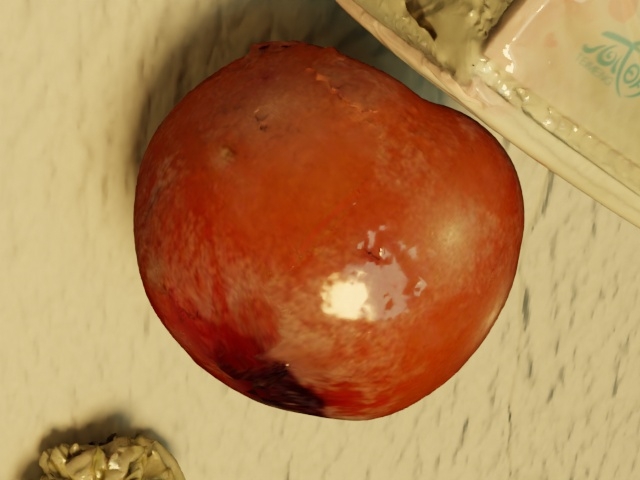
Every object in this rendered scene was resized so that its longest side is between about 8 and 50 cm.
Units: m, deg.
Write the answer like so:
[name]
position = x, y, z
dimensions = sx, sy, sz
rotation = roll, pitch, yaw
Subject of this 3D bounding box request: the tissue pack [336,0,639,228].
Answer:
[tissue pack]
position = 0.143, -0.104, 0.924
dimensions = 0.271, 0.201, 0.124
rotation = 26, 102, -40

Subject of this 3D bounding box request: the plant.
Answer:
[plant]
position = -0.123, 0.179, 1.019
dimensions = 0.104, 0.122, 0.116
rotation = 26, 99, -50

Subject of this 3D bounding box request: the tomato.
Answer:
[tomato]
position = 0.000, 0.000, 0.905
dimensions = 0.208, 0.208, 0.184
rotation = 26, 90, -38
